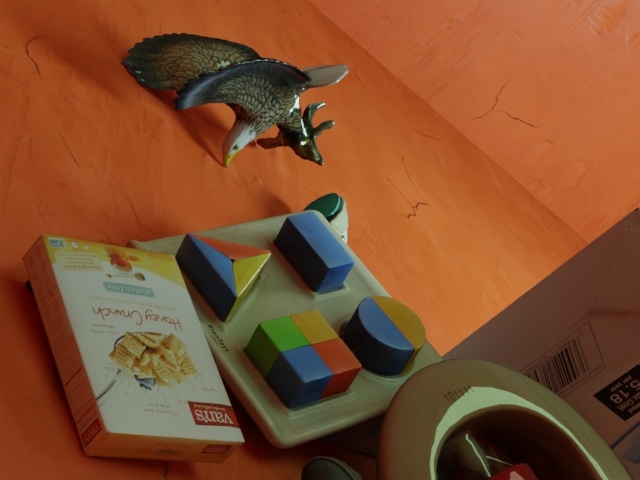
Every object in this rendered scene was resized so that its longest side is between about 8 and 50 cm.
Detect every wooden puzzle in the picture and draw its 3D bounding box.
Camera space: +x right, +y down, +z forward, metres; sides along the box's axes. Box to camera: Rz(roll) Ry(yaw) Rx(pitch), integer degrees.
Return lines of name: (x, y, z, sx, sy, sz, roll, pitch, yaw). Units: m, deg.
wooden puzzle: (-0.016, 0.079, 1.771, 0.348, 0.080, 0.322, -8, 49, -46)

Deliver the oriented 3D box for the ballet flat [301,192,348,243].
ballet flat: (0.000, 0.000, 2.184, 0.086, 0.086, 0.248, 44, 19, -5)

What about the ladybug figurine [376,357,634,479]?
ladybug figurine: (0.221, 0.347, 1.659, 0.305, 0.162, 0.449, -17, 64, -27)

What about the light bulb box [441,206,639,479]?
light bulb box: (0.409, 0.214, 1.920, 0.361, 0.358, 0.225, 36, 27, -30)

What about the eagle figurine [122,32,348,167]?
eagle figurine: (-0.114, -0.219, 2.212, 0.298, 0.226, 0.225, 39, 38, -35)

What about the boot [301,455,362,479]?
boot: (-0.016, 0.298, 1.511, 0.208, 0.076, 0.189, 10, 37, -51)

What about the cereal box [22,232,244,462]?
cereal box: (-0.186, 0.108, 1.475, 0.173, 0.047, 0.240, 11, 44, -44)

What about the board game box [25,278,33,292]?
board game box: (-0.214, 0.094, 1.558, 0.186, 0.026, 0.126, 47, 18, 3)

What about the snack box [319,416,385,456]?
snack box: (0.047, 0.186, 1.872, 0.207, 0.070, 0.174, 27, 26, -47)
